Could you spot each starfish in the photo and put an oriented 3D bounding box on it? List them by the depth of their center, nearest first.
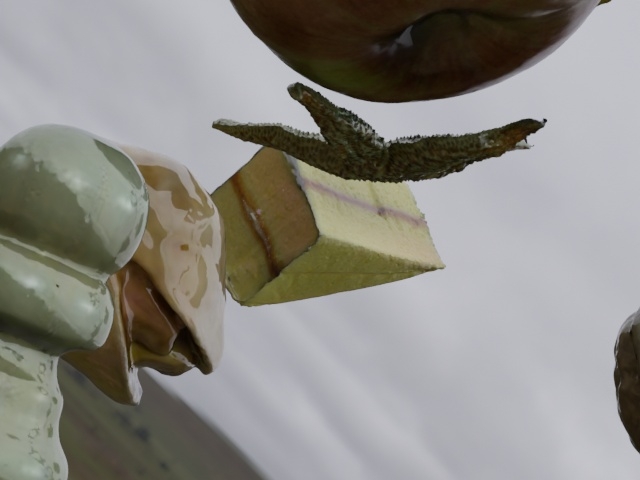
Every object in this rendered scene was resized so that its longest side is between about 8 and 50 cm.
[{"bbox_3d":[0.064,-0.098,1.817,0.347,0.078,0.358,2,-6,-9],"label":"starfish"}]

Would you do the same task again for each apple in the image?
[{"bbox_3d":[0.087,-0.324,1.630,0.400,0.400,0.334,72,7,-66],"label":"apple"}]

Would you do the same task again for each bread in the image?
[{"bbox_3d":[0.004,0.000,2.151,0.264,0.163,0.168,18,42,-45],"label":"bread"}]

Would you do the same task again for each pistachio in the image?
[{"bbox_3d":[-0.203,0.033,1.779,0.238,0.229,0.321,-111,-177,-47],"label":"pistachio"}]

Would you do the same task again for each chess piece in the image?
[{"bbox_3d":[-0.240,0.068,1.327,0.182,0.330,0.182,22,-7,3],"label":"chess piece"}]

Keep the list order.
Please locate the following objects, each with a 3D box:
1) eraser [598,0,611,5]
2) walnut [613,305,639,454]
[{"bbox_3d":[0.359,-0.387,2.284,0.122,0.097,0.045,49,-32,-15],"label":"eraser"},{"bbox_3d":[0.471,0.169,2.049,0.248,0.248,0.248,43,-12,11],"label":"walnut"}]
